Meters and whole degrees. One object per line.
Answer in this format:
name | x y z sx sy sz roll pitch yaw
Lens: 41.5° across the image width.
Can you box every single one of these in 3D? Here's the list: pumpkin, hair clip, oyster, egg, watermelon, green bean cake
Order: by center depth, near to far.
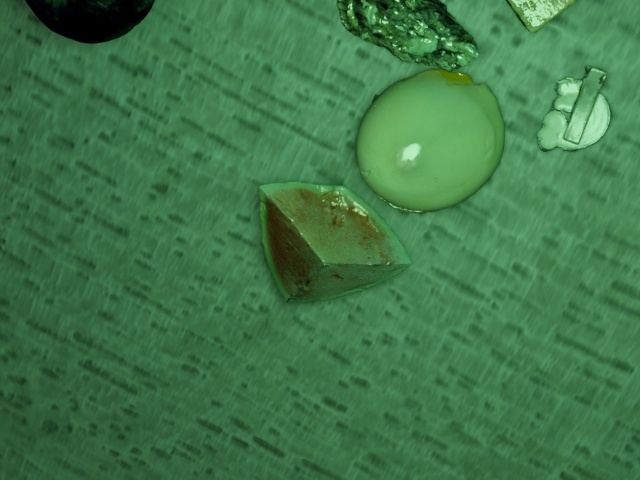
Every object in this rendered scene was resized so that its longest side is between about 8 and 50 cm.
green bean cake | 0.414 -0.460 1.492 0.179 0.085 0.109 -35 94 16
pumpkin | -0.424 -0.528 1.547 0.315 0.238 0.315 15 121 27
egg | 0.202 -0.169 1.551 0.286 0.174 0.264 -20 102 10
hair clip | 0.476 -0.234 1.554 0.116 0.049 0.172 20 108 9
oyster | 0.154 -0.397 1.566 0.199 0.087 0.252 -28 85 14
watermelon | 0.000 0.000 1.633 0.256 0.176 0.260 -33 73 7
